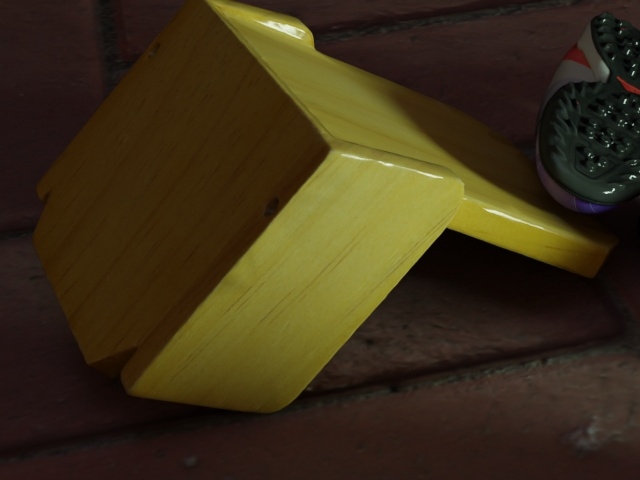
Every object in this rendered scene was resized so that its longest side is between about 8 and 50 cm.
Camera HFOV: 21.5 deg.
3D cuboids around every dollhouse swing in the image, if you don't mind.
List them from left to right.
[{"bbox_3d":[0.000,0.000,1.358,0.315,0.305,0.347,-50,33,7],"label":"dollhouse swing"}]

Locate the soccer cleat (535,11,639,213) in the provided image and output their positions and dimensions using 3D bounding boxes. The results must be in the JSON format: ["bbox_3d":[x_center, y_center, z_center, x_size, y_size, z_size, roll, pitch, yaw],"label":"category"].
[{"bbox_3d":[0.223,-0.084,1.402,0.108,0.116,0.318,30,31,-2],"label":"soccer cleat"}]

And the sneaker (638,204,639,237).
[{"bbox_3d":[0.333,-0.007,1.296,0.110,0.107,0.275,17,15,-23],"label":"sneaker"}]
